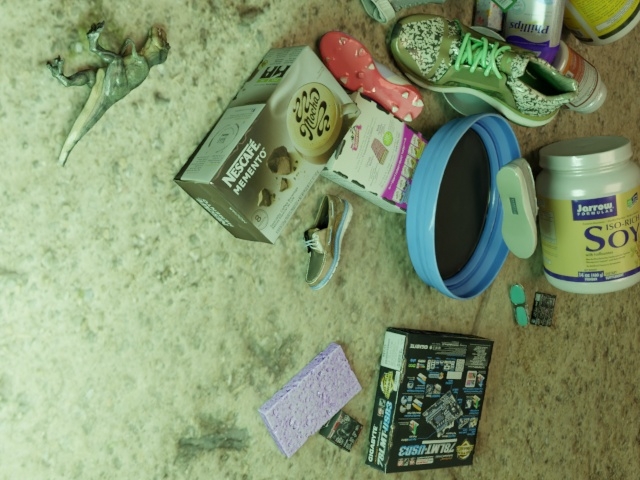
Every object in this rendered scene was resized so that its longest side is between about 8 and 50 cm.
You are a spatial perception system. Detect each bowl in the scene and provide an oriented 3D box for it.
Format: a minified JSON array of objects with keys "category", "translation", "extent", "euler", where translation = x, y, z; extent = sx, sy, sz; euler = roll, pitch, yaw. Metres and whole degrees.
[{"category":"bowl","translation":[0.305,-0.072,1.597],"extent":[0.391,0.077,0.391],"euler":[-19,114,-49]}]

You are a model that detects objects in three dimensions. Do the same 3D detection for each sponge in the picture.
[{"category":"sponge","translation":[-0.017,0.304,1.468],"extent":[0.210,0.031,0.117],"euler":[-38,118,-28]}]

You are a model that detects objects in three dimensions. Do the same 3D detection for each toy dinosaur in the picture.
[{"category":"toy dinosaur","translation":[-0.326,-0.244,1.127],"extent":[0.268,0.064,0.118],"euler":[-53,131,-17]}]

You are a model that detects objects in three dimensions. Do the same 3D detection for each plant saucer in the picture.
[{"category":"plant saucer","translation":[0.329,-0.355,1.627],"extent":[0.195,0.037,0.195],"euler":[0,91,-19]}]

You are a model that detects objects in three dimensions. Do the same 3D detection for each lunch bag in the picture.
[{"category":"lunch bag","translation":[0.378,-0.491,1.661],"extent":[0.083,0.053,0.071],"euler":[2,97,-46]}]

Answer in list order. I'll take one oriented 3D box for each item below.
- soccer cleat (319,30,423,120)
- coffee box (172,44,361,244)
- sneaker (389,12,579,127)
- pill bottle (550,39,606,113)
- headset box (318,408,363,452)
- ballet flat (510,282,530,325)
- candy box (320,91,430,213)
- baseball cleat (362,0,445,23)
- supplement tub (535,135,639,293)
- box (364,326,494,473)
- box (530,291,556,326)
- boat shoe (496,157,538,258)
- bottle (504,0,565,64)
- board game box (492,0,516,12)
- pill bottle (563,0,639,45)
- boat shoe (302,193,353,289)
[{"category":"soccer cleat","translation":[0.094,-0.314,1.452],"extent":[0.248,0.095,0.083],"euler":[31,108,-23]},{"category":"coffee box","translation":[-0.085,-0.162,1.291],"extent":[0.168,0.119,0.297],"euler":[46,68,-35]},{"category":"sneaker","translation":[0.340,-0.357,1.512],"extent":[0.410,0.182,0.158],"euler":[17,84,-14]},{"category":"pill bottle","translation":[0.578,-0.379,1.794],"extent":[0.216,0.121,0.121],"euler":[20,84,-39]},{"category":"headset box","translation":[0.039,0.376,1.523],"extent":[0.083,0.032,0.062],"euler":[41,70,-34]},{"category":"ballet flat","translation":[0.485,0.150,1.852],"extent":[0.041,0.041,0.114],"euler":[-28,113,-33]},{"category":"candy box","translation":[0.104,-0.165,1.473],"extent":[0.233,0.071,0.159],"euler":[26,79,-39]},{"category":"baseball cleat","translation":[0.156,-0.468,1.484],"extent":[0.206,0.072,0.109],"euler":[7,98,-29]},{"category":"supplement tub","translation":[0.640,-0.064,1.811],"extent":[0.241,0.241,0.331],"euler":[-23,110,-34]},{"category":"box","translation":[0.242,0.346,1.657],"extent":[0.295,0.073,0.293],"euler":[9,91,-40]},{"category":"box","translation":[0.562,0.175,1.924],"extent":[0.067,0.018,0.083],"euler":[10,90,-39]},{"category":"boat shoe","translation":[0.435,-0.071,1.635],"extent":[0.081,0.079,0.227],"euler":[-37,124,-35]},{"category":"bottle","translation":[0.458,-0.438,1.652],"extent":[0.092,0.118,0.283],"euler":[-33,131,-51]},{"category":"board game box","translation":[0.308,-0.632,1.505],"extent":[0.317,0.046,0.213],"euler":[39,70,-8]},{"category":"pill bottle","translation":[0.583,-0.606,1.722],"extent":[0.334,0.188,0.188],"euler":[31,77,-38]},{"category":"boat shoe","translation":[0.000,0.000,1.424],"extent":[0.066,0.066,0.183],"euler":[29,68,-33]}]
